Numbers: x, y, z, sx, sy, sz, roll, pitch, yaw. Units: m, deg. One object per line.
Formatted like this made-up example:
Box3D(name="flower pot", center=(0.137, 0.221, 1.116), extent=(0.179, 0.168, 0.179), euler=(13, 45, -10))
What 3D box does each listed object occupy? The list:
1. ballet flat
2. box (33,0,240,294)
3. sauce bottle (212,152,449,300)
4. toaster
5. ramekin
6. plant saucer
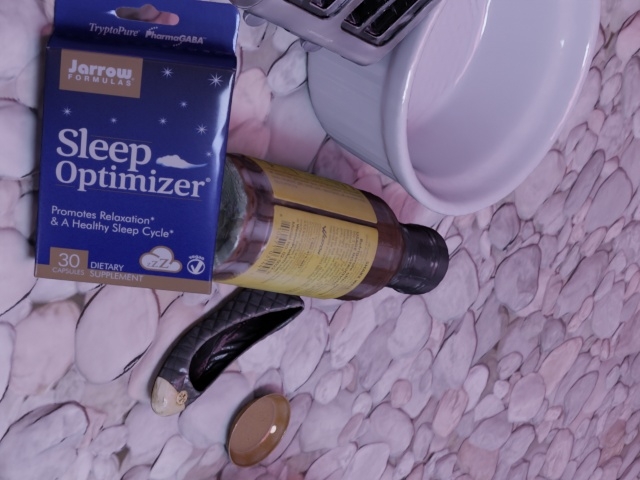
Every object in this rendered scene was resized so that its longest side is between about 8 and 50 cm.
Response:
Box3D(name="ballet flat", center=(-0.086, 0.095, 1.257), extent=(0.173, 0.049, 0.057), euler=(-44, 141, -21))
Box3D(name="box", center=(-0.137, -0.070, 1.026), extent=(0.136, 0.036, 0.225), euler=(6, 115, -5))
Box3D(name="sauce bottle", center=(0.000, 0.000, 1.244), extent=(0.344, 0.111, 0.111), euler=(15, 102, -53))
Box3D(name="toaster", center=(0.020, -0.233, 1.057), extent=(0.186, 0.110, 0.168), euler=(-42, 151, 21))
Box3D(name="ramekin", center=(0.116, -0.173, 1.245), extent=(0.277, 0.135, 0.277), euler=(-31, 135, -36))
Box3D(name="plant saucer", center=(-0.064, 0.185, 1.376), extent=(0.083, 0.015, 0.083), euler=(-29, 134, -35))
